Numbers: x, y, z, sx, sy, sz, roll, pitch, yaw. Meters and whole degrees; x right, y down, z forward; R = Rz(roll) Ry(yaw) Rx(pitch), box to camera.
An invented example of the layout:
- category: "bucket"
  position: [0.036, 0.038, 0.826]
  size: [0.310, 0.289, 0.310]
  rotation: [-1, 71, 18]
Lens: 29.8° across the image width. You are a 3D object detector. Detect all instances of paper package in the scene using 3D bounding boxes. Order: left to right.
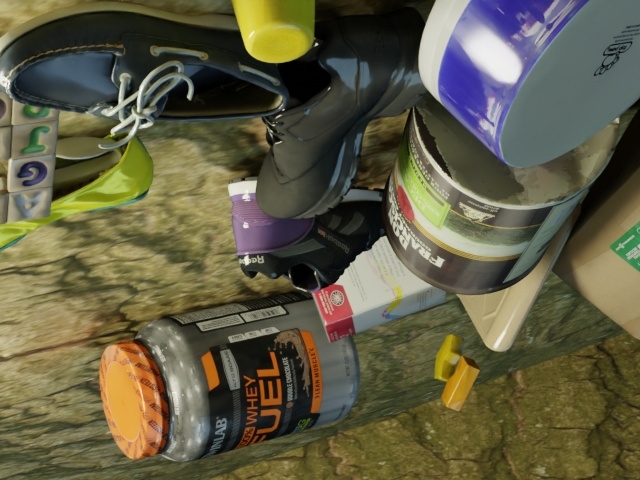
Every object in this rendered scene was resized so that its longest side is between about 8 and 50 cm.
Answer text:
- category: "paper package"
  position: [0.439, -0.082, 1.391]
  size: [0.309, 0.168, 0.325]
  rotation: [-55, 176, -24]

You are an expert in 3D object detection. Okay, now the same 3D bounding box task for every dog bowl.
- category: "dog bowl"
  position: [0.215, -0.189, 1.013]
  size: [0.265, 0.104, 0.265]
  rotation: [-33, 156, -17]

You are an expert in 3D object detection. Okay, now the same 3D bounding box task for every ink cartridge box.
- category: "ink cartridge box"
  position: [0.071, 0.041, 1.628]
  size: [0.176, 0.128, 0.127]
  rotation: [-20, 163, -2]

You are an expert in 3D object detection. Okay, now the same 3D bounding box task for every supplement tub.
- category: "supplement tub"
  position: [-0.130, 0.196, 1.735]
  size: [0.338, 0.207, 0.207]
  rotation: [-11, 160, -30]

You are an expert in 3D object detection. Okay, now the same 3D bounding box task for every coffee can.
- category: "coffee can"
  position: [0.179, -0.079, 1.272]
  size: [0.201, 0.201, 0.275]
  rotation: [-18, 162, -10]

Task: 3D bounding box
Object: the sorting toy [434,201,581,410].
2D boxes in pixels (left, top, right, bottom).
- category: "sorting toy"
  position: [0.226, 0.055, 1.528]
  size: [0.041, 0.229, 0.307]
  rotation: [22, 103, -14]

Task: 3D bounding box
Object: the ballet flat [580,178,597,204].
- category: "ballet flat"
  position: [0.360, -0.087, 1.671]
  size: [0.073, 0.080, 0.232]
  rotation: [-47, 154, 23]

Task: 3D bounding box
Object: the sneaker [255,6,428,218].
- category: "sneaker"
  position: [-0.012, -0.119, 1.134]
  size: [0.130, 0.109, 0.286]
  rotation: [-2, 146, -31]

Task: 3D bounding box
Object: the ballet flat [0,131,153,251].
- category: "ballet flat"
  position: [-0.266, -0.048, 1.102]
  size: [0.231, 0.077, 0.077]
  rotation: [-19, 142, -13]

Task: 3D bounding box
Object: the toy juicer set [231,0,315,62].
- category: "toy juicer set"
  position: [0.047, -0.250, 0.824]
  size: [0.329, 0.089, 0.209]
  rotation: [-19, 152, 21]

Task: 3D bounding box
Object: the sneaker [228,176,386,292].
- category: "sneaker"
  position: [0.000, 0.000, 1.396]
  size: [0.107, 0.124, 0.283]
  rotation: [-6, 173, 42]

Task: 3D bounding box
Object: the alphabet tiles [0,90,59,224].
- category: "alphabet tiles"
  position: [-0.325, -0.067, 0.959]
  size: [0.237, 0.009, 0.198]
  rotation: [-12, 143, -26]

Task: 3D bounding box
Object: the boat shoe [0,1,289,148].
- category: "boat shoe"
  position: [-0.136, -0.127, 0.957]
  size: [0.254, 0.079, 0.095]
  rotation: [-4, 147, -43]
